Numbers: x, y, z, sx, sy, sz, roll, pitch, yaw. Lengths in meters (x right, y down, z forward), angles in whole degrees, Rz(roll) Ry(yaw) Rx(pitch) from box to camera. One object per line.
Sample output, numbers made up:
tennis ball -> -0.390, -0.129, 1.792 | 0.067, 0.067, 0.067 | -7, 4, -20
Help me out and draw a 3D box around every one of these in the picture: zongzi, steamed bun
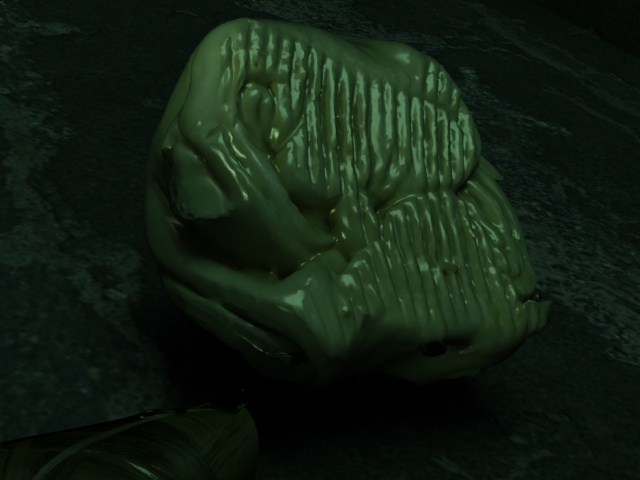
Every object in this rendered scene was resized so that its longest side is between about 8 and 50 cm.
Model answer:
zongzi -> -0.160, 0.151, 0.655 | 0.204, 0.094, 0.205 | 14, 21, 17
steamed bun -> 0.000, 0.000, 0.872 | 0.394, 0.237, 0.347 | 44, 53, -14
